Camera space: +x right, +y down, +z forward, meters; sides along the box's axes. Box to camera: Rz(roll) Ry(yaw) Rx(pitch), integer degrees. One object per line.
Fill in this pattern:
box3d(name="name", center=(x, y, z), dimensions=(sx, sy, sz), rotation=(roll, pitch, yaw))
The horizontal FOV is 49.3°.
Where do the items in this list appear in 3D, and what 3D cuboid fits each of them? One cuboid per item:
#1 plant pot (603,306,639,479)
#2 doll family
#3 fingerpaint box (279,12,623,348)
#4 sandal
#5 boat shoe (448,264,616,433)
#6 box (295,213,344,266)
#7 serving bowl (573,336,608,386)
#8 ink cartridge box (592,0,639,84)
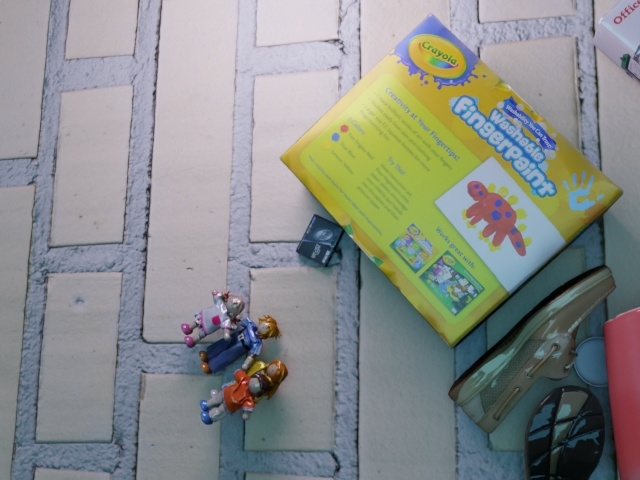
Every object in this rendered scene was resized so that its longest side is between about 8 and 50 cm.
box3d(name="plant pot", center=(0.561, 0.222, 1.052), dimensions=(0.274, 0.275, 0.243), rotation=(-14, 68, 11))
box3d(name="doll family", center=(-0.146, 0.218, 1.304), dimensions=(0.163, 0.118, 0.263), rotation=(-30, 57, 14))
box3d(name="fingerpaint box", center=(0.217, -0.100, 1.223), dimensions=(0.371, 0.163, 0.445), rotation=(-44, 74, 5))
box3d(name="sandal", center=(0.389, 0.383, 1.151), dimensions=(0.120, 0.086, 0.303), rotation=(6, 97, 9))
box3d(name="boat shoe", center=(0.372, 0.182, 1.170), dimensions=(0.341, 0.121, 0.110), rotation=(-46, 78, 14))
box3d(name="box", center=(0.000, 0.000, 1.335), dimensions=(0.067, 0.018, 0.083), rotation=(27, 88, 17))
box3d(name="serving bowl", center=(0.467, 0.205, 1.179), dimensions=(0.083, 0.027, 0.084), rotation=(0, 81, 3))
box3d(name="ink cartridge box", center=(0.609, -0.343, 1.200), dimensions=(0.160, 0.092, 0.219), rotation=(-42, 74, 4))
